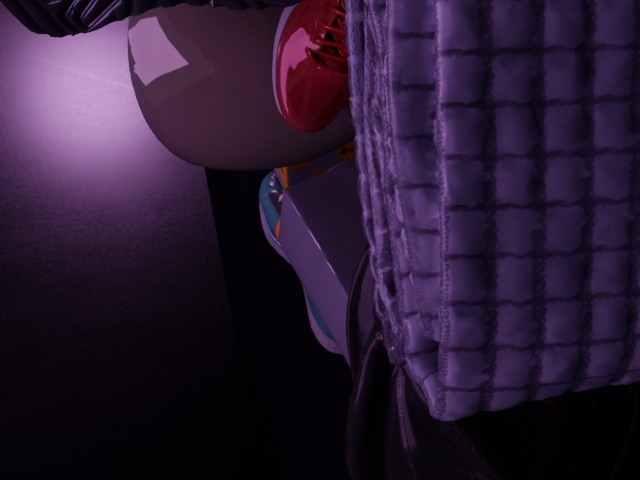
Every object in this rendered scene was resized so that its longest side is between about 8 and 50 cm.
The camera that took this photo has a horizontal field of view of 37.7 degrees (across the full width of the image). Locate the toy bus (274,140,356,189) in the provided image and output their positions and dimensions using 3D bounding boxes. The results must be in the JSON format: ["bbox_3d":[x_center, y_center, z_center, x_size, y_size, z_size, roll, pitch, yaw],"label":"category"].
[{"bbox_3d":[-0.040,-0.196,1.279,0.332,0.108,0.130,-117,20,-51],"label":"toy bus"}]

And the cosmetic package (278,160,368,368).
[{"bbox_3d":[0.067,0.045,0.845,0.238,0.127,0.107,60,160,27],"label":"cosmetic package"}]

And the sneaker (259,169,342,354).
[{"bbox_3d":[0.000,0.000,1.275,0.121,0.108,0.302,101,148,-55],"label":"sneaker"}]

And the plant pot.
[{"bbox_3d":[-0.023,-0.195,0.946,0.191,0.284,0.284,17,123,34],"label":"plant pot"}]

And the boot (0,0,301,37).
[{"bbox_3d":[-0.046,-0.368,0.815,0.445,0.367,0.146,-65,-36,-42],"label":"boot"}]

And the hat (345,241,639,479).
[{"bbox_3d":[0.092,0.117,0.620,0.331,0.134,0.331,20,118,43],"label":"hat"}]

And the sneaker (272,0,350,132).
[{"bbox_3d":[0.019,-0.178,0.763,0.128,0.087,0.221,-107,31,-64],"label":"sneaker"}]

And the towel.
[{"bbox_3d":[0.125,-0.093,0.353,0.121,0.235,0.283,-120,24,-72],"label":"towel"}]
